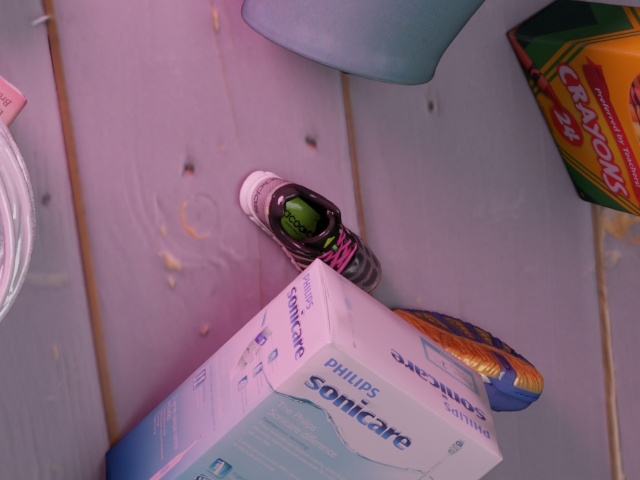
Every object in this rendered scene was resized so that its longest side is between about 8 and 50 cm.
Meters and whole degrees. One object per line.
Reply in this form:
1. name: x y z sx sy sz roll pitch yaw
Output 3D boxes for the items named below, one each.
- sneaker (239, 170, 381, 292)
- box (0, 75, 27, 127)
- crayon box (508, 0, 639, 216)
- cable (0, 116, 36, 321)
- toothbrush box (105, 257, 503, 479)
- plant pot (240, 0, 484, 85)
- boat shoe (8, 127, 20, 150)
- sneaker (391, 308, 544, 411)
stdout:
1. sneaker: 0.000 0.000 1.672 0.170 0.075 0.063 42 81 -26
2. box: -0.375 -0.073 1.449 0.148 0.127 0.232 40 82 -27
3. crayon box: 0.320 -0.115 1.668 0.081 0.318 0.202 -34 112 -16
4. cable: -0.346 -0.017 1.353 0.257 0.089 0.257 -41 116 -13
5. toothbrush box: -0.020 0.193 1.602 0.216 0.126 0.295 35 115 -26
6. plant pot: 0.051 -0.283 1.554 0.272 0.271 0.255 11 110 -27
7. boat shoe: -0.271 -0.042 1.550 0.050 0.045 0.135 -18 107 -22
8. sneaker: 0.070 0.138 1.730 0.296 0.112 0.131 13 106 -21
